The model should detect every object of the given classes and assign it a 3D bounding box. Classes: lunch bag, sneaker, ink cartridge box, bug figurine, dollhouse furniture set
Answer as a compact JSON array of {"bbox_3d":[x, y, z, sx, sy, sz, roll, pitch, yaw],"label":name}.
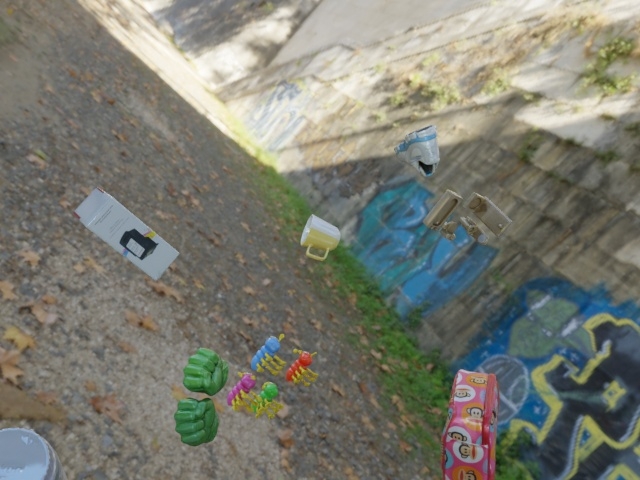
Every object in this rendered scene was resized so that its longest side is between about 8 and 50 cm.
[{"bbox_3d":[0.359,0.465,1.398,0.120,0.292,0.258,4,21,17],"label":"lunch bag"},{"bbox_3d":[0.191,-0.160,1.136,0.191,0.072,0.082,18,54,-88],"label":"sneaker"},{"bbox_3d":[-0.376,-0.013,1.135,0.175,0.072,0.127,46,-13,-34],"label":"ink cartridge box"},{"bbox_3d":[-0.120,0.328,1.409,0.072,0.216,0.279,40,-2,31],"label":"bug figurine"},{"bbox_3d":[0.396,-0.050,1.586,0.151,0.144,0.123,18,27,-39],"label":"dollhouse furniture set"}]

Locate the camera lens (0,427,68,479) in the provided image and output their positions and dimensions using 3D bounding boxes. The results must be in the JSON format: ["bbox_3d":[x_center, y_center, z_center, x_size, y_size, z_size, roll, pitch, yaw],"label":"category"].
[{"bbox_3d":[-0.720,0.600,1.386,0.219,0.220,0.274,48,-34,32],"label":"camera lens"}]

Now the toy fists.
[{"bbox_3d":[-0.349,0.459,1.722,0.096,0.279,0.142,-3,-23,29],"label":"toy fists"}]

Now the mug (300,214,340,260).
[{"bbox_3d":[0.000,-0.002,1.109,0.064,0.078,0.062,20,-1,-11],"label":"mug"}]
